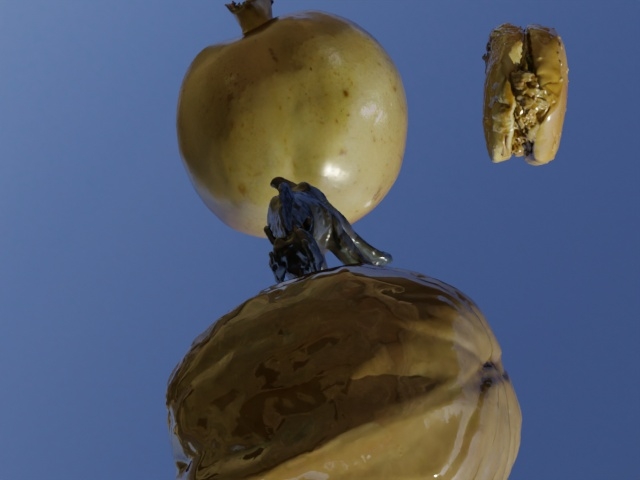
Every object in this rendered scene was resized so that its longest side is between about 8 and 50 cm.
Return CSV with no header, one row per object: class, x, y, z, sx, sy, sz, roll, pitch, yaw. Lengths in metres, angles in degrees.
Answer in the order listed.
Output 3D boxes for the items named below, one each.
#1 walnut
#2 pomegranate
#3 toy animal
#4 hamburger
walnut,0.011,0.132,0.912,0.261,0.225,0.224,-25,-128,16
pomegranate,-0.042,-0.157,1.615,0.319,0.319,0.319,-20,-125,31
toy animal,0.000,0.000,1.115,0.085,0.148,0.232,-27,-164,8
hamburger,0.206,-0.152,1.303,0.083,0.138,0.147,-2,-141,2
